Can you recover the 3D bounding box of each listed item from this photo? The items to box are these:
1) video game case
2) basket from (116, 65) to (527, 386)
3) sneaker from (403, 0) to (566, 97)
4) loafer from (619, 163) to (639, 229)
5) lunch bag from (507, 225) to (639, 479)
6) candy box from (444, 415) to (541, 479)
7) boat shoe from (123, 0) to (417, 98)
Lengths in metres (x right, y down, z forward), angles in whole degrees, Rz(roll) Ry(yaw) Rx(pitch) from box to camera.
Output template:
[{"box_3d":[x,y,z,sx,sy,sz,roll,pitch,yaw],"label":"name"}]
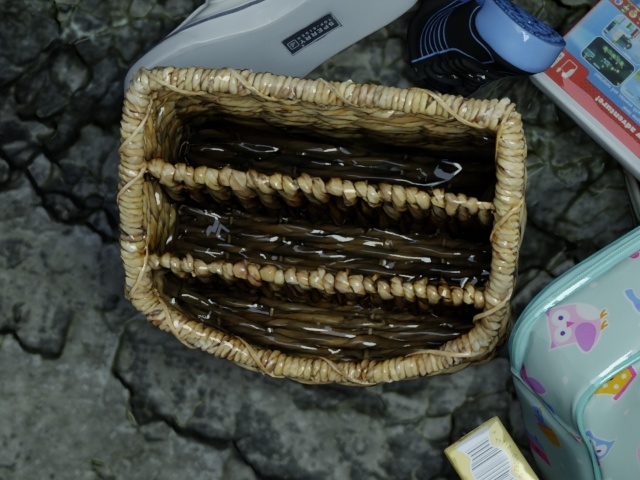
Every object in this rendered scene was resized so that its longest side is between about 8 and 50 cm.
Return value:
[{"box_3d":[0.329,-0.157,1.460,0.285,0.025,0.204,-44,78,-7],"label":"video game case"},{"box_3d":[0.000,0.000,1.449,0.299,0.223,0.213,8,83,7],"label":"basket"},{"box_3d":[0.119,-0.146,1.472,0.081,0.232,0.090,29,100,-14],"label":"sneaker"},{"box_3d":[0.275,-0.059,1.491,0.096,0.084,0.267,-8,78,8],"label":"loafer"},{"box_3d":[0.256,0.096,1.369,0.224,0.279,0.108,-35,54,-9],"label":"lunch bag"},{"box_3d":[0.167,0.226,1.442,0.053,0.109,0.186,-35,76,1],"label":"candy box"},{"box_3d":[-0.044,-0.186,1.567,0.268,0.096,0.088,-30,45,16],"label":"boat shoe"}]
